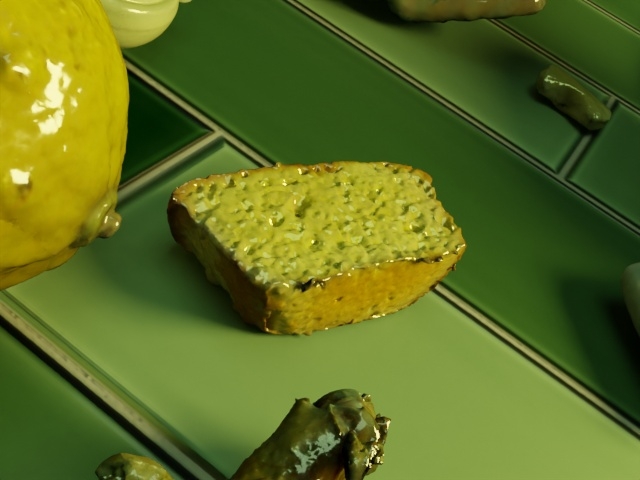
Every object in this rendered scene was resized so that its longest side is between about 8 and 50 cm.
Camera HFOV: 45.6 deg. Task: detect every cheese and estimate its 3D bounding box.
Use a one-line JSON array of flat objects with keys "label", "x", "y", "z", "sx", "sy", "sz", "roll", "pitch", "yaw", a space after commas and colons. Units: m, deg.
[{"label": "cheese", "x": 0.254, "y": -0.142, "z": 0.770, "sx": 0.083, "sy": 0.030, "sz": 0.044, "roll": 43, "pitch": 38, "yaw": 9}]

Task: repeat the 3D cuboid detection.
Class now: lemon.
[{"label": "lemon", "x": -0.191, "y": -0.072, "z": 0.356, "sx": 0.231, "sy": 0.192, "sz": 0.192, "roll": 37, "pitch": 41, "yaw": -8}]

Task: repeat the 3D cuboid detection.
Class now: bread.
[{"label": "bread", "x": 0.000, "y": 0.000, "z": 0.477, "sx": 0.187, "sy": 0.065, "sz": 0.103, "roll": -10, "pitch": 55, "yaw": -35}]

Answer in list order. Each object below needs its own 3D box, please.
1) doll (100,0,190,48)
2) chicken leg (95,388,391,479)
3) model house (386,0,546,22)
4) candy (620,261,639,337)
[{"label": "doll", "x": -0.210, "y": -0.186, "z": 0.517, "sx": 0.296, "sy": 0.117, "sz": 0.141, "roll": -18, "pitch": 62, "yaw": -38}, {"label": "chicken leg", "x": -0.045, "y": 0.129, "z": 0.308, "sx": 0.103, "sy": 0.088, "sz": 0.228, "roll": 24, "pitch": 43, "yaw": 17}, {"label": "model house", "x": 0.188, "y": -0.442, "z": 0.810, "sx": 0.395, "sy": 0.400, "sz": 0.446, "roll": 24, "pitch": 48, "yaw": -22}, {"label": "candy", "x": 0.312, "y": 0.078, "z": 0.547, "sx": 0.174, "sy": 0.071, "sz": 0.138, "roll": 9, "pitch": 45, "yaw": -20}]
